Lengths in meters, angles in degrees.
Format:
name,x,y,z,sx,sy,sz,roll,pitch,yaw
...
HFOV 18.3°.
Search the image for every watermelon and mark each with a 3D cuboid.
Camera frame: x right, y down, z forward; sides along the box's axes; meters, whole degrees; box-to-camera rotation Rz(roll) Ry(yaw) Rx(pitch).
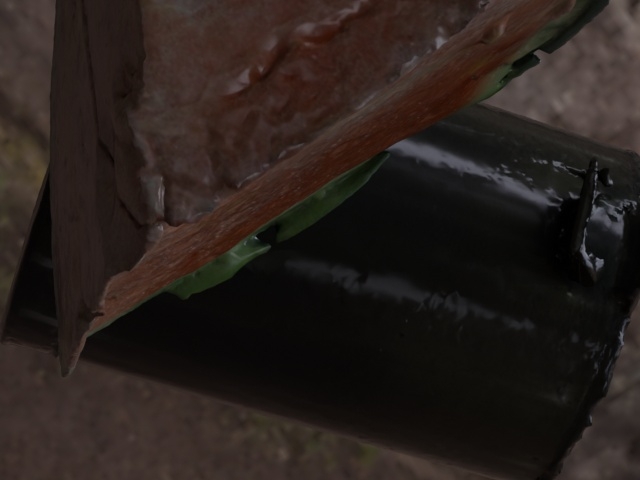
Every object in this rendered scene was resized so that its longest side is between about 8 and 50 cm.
name,x,y,z,sx,sy,sz,roll,pitch,yaw
watermelon,0.010,-0.104,0.801,0.292,0.222,0.319,151,-58,-78

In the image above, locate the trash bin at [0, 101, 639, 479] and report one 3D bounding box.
name,x,y,z,sx,sy,sz,roll,pitch,yaw
trash bin,0.000,0.000,1.064,0.301,0.252,0.203,17,66,-8
